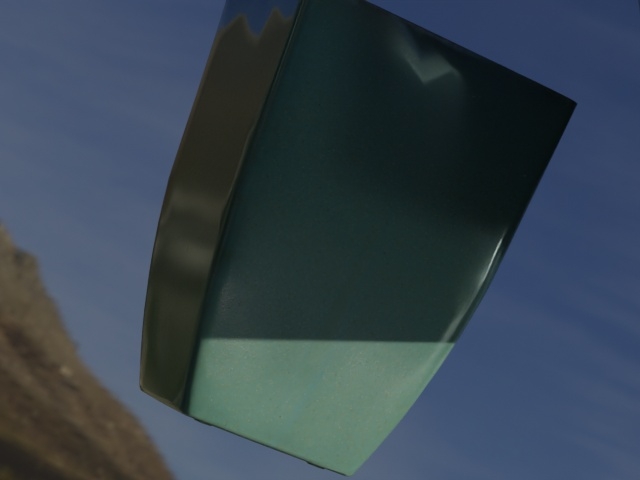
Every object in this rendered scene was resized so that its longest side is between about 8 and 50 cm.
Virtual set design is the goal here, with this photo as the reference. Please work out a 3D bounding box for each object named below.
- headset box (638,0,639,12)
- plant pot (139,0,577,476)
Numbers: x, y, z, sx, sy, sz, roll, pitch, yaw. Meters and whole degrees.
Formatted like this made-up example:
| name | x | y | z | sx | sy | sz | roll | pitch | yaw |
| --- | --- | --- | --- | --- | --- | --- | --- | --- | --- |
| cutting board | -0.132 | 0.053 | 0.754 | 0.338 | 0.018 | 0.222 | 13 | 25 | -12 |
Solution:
| name | x | y | z | sx | sy | sz | roll | pitch | yaw |
| --- | --- | --- | --- | --- | --- | --- | --- | --- | --- |
| headset box | 0.252 | -0.062 | 0.940 | 0.110 | 0.218 | 0.293 | -6 | -8 | -4 |
| plant pot | 0.000 | 0.000 | 1.017 | 0.166 | 0.234 | 0.165 | 22 | -4 | -19 |
